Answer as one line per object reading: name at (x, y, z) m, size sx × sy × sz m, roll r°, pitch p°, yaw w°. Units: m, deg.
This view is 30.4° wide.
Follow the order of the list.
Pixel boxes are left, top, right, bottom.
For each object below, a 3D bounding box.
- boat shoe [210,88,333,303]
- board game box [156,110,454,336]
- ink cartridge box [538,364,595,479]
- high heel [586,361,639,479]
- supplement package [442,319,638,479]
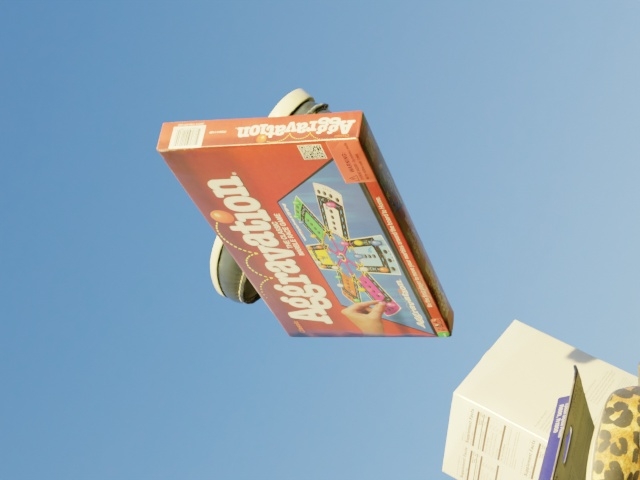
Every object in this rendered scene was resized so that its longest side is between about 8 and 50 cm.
boat shoe at (-0.033, -0.024, 1.107) m, size 0.095 × 0.079 × 0.254 m, roll -33°, pitch -26°, yaw -50°
board game box at (0.000, 0.000, 0.883) m, size 0.281 × 0.145 × 0.027 m, roll 59°, pitch -144°, yaw -53°
ink cartridge box at (0.303, 0.307, 1.451) m, size 0.224 × 0.045 × 0.223 m, roll 68°, pitch -148°, yaw -32°
high heel at (0.378, 0.198, 1.165) m, size 0.261 × 0.186 × 0.093 m, roll -42°, pitch -50°, yaw -46°
supplement package at (0.358, 0.299, 1.828) m, size 0.199 × 0.263 × 0.198 m, roll -42°, pitch -33°, yaw -38°
